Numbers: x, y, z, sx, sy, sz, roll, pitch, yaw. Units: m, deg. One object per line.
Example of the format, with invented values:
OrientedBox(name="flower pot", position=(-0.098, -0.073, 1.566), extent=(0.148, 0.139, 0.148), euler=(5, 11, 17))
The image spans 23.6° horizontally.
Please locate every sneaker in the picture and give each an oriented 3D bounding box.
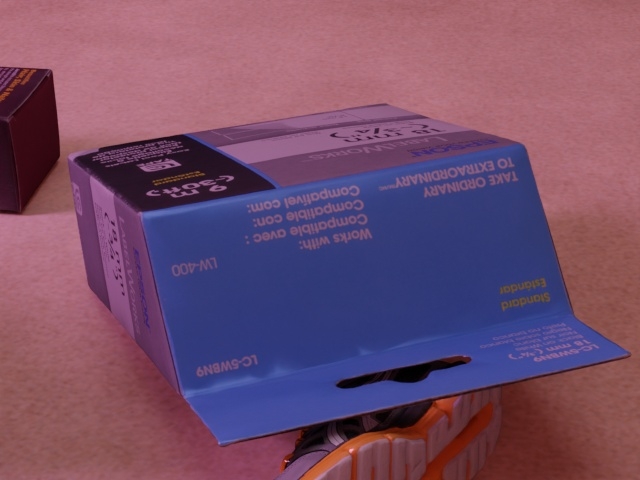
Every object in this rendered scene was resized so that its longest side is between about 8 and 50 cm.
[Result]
OrientedBox(name="sneaker", position=(0.018, 0.121, 0.825), extent=(0.083, 0.084, 0.215), euler=(14, 22, 30))

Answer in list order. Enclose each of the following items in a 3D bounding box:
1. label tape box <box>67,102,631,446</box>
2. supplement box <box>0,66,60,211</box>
OrientedBox(name="label tape box", position=(0.000, 0.000, 0.930), extent=(0.241, 0.105, 0.334), euler=(-11, 15, -18))
OrientedBox(name="supplement box", position=(-0.310, -0.084, 1.197), extent=(0.188, 0.080, 0.104), euler=(4, 28, 9))
